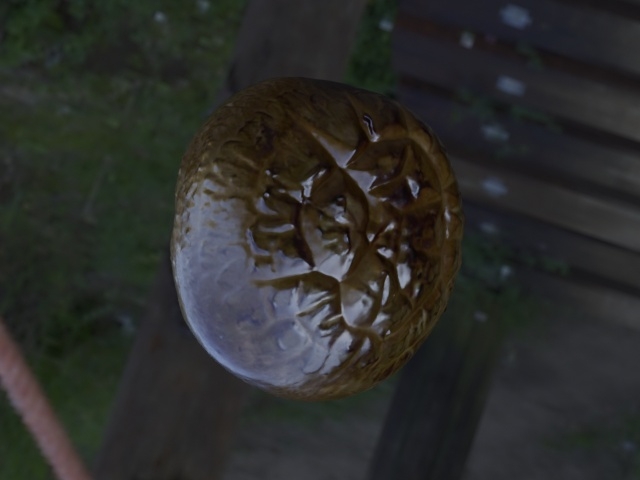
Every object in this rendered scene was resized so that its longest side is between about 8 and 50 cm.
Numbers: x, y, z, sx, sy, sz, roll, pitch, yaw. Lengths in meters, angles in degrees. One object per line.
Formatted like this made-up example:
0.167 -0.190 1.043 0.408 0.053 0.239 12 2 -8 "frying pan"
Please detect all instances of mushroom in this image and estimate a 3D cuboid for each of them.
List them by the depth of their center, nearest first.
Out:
0.000 0.000 1.389 0.253 0.253 0.153 30 164 -35 "mushroom"
